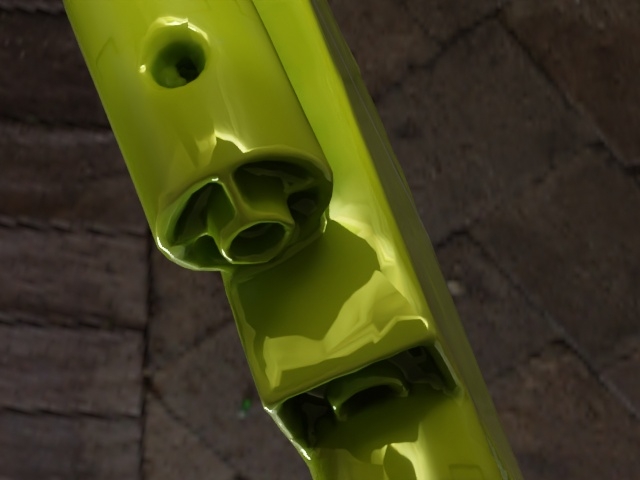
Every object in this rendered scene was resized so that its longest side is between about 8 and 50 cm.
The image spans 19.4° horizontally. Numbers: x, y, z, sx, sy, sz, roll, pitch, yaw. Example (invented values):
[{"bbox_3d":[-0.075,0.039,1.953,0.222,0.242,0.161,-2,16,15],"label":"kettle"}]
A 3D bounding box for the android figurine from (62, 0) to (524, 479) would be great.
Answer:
[{"bbox_3d":[0.000,0.000,0.514,0.056,0.273,0.248,-24,149,4],"label":"android figurine"}]
